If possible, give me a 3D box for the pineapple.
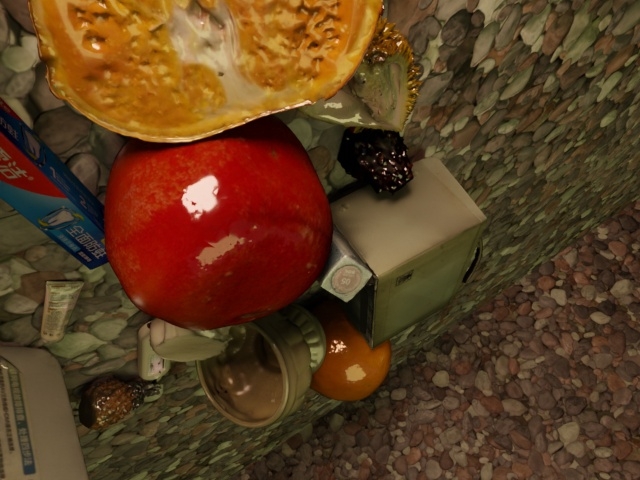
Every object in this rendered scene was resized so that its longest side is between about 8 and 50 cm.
[{"bbox_3d":[-0.485,0.389,1.084,0.108,0.108,0.197,-50,157,24],"label":"pineapple"}]

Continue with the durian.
[{"bbox_3d":[0.052,-0.259,0.662,0.249,0.183,0.138,2,94,-67],"label":"durian"}]

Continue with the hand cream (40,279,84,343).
[{"bbox_3d":[-0.476,0.126,0.793,0.061,0.039,0.143,8,120,-40],"label":"hand cream"}]

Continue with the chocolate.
[{"bbox_3d":[0.131,-0.159,0.884,0.156,0.133,0.156,-27,149,-18],"label":"chocolate"}]

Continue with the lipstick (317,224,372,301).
[{"bbox_3d":[0.000,0.000,0.829,0.076,0.290,0.077,34,101,-31],"label":"lipstick"}]

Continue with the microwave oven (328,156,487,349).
[{"bbox_3d":[0.190,0.035,1.094,0.333,0.247,0.394,-25,148,-13],"label":"microwave oven"}]

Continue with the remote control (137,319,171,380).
[{"bbox_3d":[-0.393,0.266,1.046,0.078,0.042,0.221,-11,140,-33],"label":"remote control"}]

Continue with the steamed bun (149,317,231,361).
[{"bbox_3d":[-0.278,0.189,0.947,0.182,0.106,0.183,-8,149,-5],"label":"steamed bun"}]

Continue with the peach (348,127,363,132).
[{"bbox_3d":[0.076,-0.241,0.794,0.083,0.050,0.077,-47,171,37],"label":"peach"}]

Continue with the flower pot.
[{"bbox_3d":[-0.135,0.288,1.106,0.307,0.307,0.244,-51,161,25],"label":"flower pot"}]

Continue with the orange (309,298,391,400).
[{"bbox_3d":[0.062,0.324,1.320,0.312,0.312,0.312,-24,147,-17],"label":"orange"}]

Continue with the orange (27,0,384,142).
[{"bbox_3d":[-0.101,-0.238,0.443,0.310,0.274,0.274,3,160,25],"label":"orange"}]

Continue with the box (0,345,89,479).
[{"bbox_3d":[-0.558,0.328,0.636,0.111,0.396,0.396,-46,146,14],"label":"box"}]

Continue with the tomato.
[{"bbox_3d":[-0.141,-0.033,0.656,0.325,0.293,0.290,12,142,-41],"label":"tomato"}]

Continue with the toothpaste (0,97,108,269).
[{"bbox_3d":[-0.369,-0.076,0.572,0.066,0.076,0.320,-27,148,-7],"label":"toothpaste"}]
